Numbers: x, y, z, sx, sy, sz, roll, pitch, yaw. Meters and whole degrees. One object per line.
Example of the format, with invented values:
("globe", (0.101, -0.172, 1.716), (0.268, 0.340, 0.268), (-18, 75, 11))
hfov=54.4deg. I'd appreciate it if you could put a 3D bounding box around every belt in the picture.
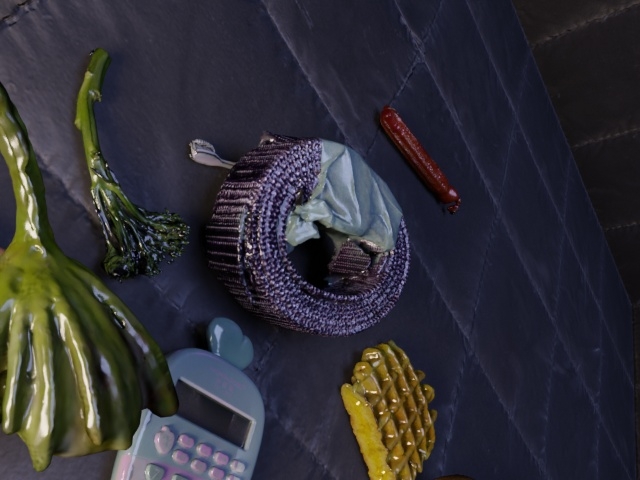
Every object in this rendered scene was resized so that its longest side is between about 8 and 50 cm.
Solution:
("belt", (0.000, 0.000, 0.867), (0.325, 0.122, 0.260), (23, 75, -40))

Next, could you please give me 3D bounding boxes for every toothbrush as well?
("toothbrush", (-0.081, -0.098, 0.912), (0.288, 0.024, 0.026), (13, 55, -52))

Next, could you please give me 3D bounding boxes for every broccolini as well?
("broccolini", (-0.209, -0.087, 0.706), (0.123, 0.062, 0.271), (4, 73, -65))

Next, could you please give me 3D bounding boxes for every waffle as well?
("waffle", (0.130, 0.276, 1.054), (0.219, 0.057, 0.229), (-26, 99, -55))

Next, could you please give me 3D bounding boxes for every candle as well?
("candle", (0.218, -0.172, 1.340), (0.329, 0.048, 0.051), (44, 5, -38))

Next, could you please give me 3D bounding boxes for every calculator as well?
("calculator", (-0.141, 0.230, 0.698), (0.185, 0.041, 0.299), (43, 49, -39))

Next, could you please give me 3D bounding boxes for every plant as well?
("plant", (-0.203, 0.024, 0.469), (0.251, 0.180, 0.333), (-9, 117, -63))

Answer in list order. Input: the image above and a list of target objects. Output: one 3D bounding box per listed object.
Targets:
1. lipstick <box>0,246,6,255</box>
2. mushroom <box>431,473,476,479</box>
("lipstick", (-0.322, 0.003, 0.514), (0.145, 0.045, 0.045), (41, 50, -41))
("mushroom", (0.213, 0.533, 1.001), (0.278, 0.163, 0.297), (52, 41, -45))
